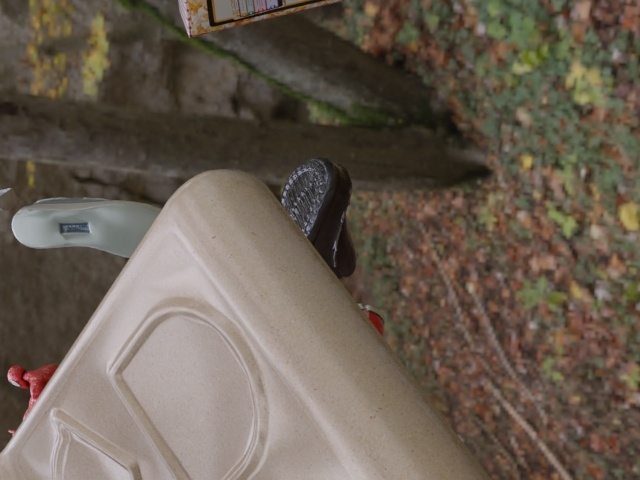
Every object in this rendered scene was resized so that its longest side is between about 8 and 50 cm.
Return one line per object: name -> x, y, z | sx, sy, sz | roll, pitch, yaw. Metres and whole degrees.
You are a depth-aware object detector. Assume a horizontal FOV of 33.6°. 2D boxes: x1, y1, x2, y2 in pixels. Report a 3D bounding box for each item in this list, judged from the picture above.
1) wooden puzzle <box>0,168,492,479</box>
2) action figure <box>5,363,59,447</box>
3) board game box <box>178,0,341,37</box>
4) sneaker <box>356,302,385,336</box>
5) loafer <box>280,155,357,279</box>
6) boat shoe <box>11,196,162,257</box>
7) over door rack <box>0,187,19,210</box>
wooden puzzle -> -0.048, 0.180, 0.649 | 0.081, 0.322, 0.348 | -12, -31, -53
action figure -> -0.374, 0.291, 1.667 | 0.139, 0.280, 0.091 | -63, -1, 20
board game box -> -0.042, -0.276, 0.983 | 0.146, 0.194, 0.045 | 90, 162, -54
sneaker -> 0.010, 0.203, 1.508 | 0.279, 0.107, 0.118 | -53, 32, 32
loafer -> 0.000, 0.000, 1.087 | 0.220, 0.078, 0.080 | 108, 151, -46
boat shoe -> -0.303, -0.029, 1.460 | 0.081, 0.228, 0.079 | -83, -5, -68
over door rack -> -0.508, -0.073, 1.099 | 0.324, 0.108, 0.239 | -35, -67, -39
